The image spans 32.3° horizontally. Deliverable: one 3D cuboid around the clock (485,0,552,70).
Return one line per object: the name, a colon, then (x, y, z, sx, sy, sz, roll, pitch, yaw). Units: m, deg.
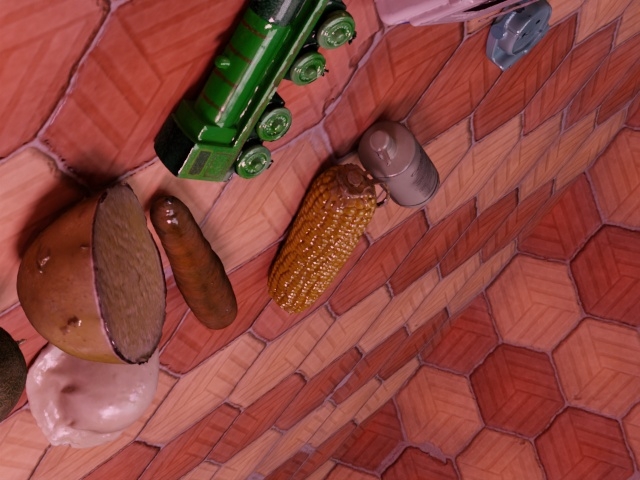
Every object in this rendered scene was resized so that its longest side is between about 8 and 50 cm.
clock: (0.292, -0.319, 1.604, 0.108, 0.045, 0.147, -43, 162, -11)

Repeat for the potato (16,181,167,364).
potato: (-0.236, 0.042, 1.101, 0.117, 0.182, 0.202, -10, -173, 9)

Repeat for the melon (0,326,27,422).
melon: (-0.355, 0.139, 1.063, 0.167, 0.114, 0.114, -36, 160, -26)

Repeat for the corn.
corn: (0.000, 0.000, 1.583, 0.106, 0.106, 0.293, -30, 161, -40)

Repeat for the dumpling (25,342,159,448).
dumpling: (-0.275, 0.159, 1.328, 0.155, 0.181, 0.111, 11, 166, -35)

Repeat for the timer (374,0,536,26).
timer: (0.198, -0.294, 1.202, 0.253, 0.078, 0.178, -14, -176, 37)

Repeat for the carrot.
carrot: (-0.156, 0.023, 1.340, 0.070, 0.070, 0.342, -41, 157, -13)

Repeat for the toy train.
toy train: (-0.066, -0.163, 1.102, 0.119, 0.085, 0.251, 3, 128, -47)

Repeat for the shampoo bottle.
shampoo bottle: (0.111, -0.113, 1.594, 0.085, 0.085, 0.262, -46, 162, 3)
